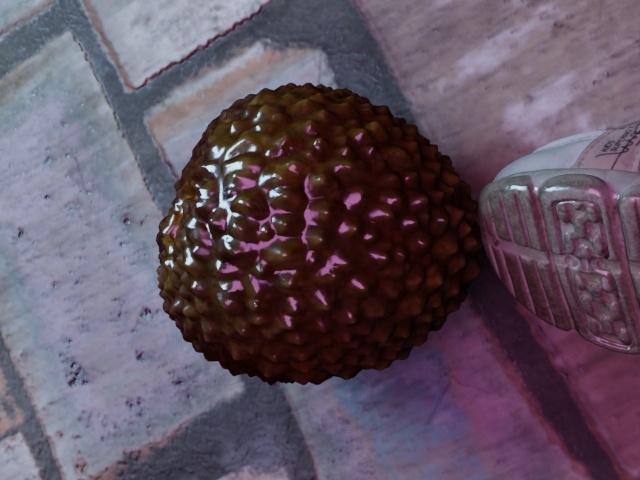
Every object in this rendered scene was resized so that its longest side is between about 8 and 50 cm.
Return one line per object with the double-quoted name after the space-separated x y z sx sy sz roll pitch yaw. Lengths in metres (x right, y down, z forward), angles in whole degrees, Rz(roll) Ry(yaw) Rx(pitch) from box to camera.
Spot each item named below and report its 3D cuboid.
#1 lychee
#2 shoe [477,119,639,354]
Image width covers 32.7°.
0.000 0.000 0.898 0.268 0.267 0.267 1 92 20 "lychee"
0.301 -0.030 0.816 0.351 0.198 0.171 6 137 18 "shoe"
